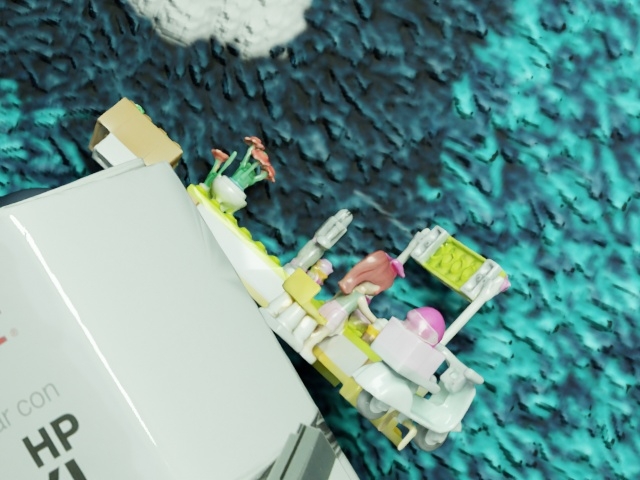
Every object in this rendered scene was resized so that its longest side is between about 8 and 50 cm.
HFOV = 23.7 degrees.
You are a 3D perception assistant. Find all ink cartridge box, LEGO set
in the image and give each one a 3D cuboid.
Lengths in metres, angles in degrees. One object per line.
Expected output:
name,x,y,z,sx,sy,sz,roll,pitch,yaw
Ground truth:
ink cartridge box,-0.114,0.201,0.732,0.285,0.166,0.395,-32,89,20
LEGO set,0.000,0.000,0.833,0.107,0.132,0.287,-46,53,-3

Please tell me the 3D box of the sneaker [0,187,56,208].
sneaker,-0.158,0.125,0.903,0.131,0.112,0.319,8,101,50
